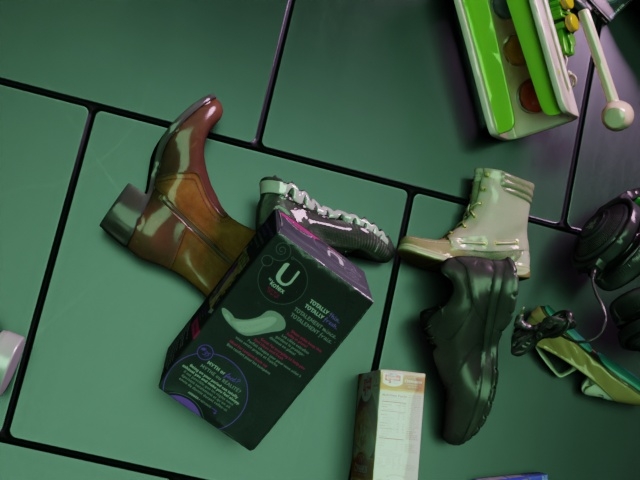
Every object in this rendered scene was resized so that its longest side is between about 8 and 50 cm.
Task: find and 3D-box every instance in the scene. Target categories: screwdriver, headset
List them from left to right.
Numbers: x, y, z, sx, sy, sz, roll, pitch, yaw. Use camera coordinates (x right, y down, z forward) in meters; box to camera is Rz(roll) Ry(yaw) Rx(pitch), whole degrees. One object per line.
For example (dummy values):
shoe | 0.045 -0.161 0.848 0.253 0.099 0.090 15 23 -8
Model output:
screwdriver | 0.378 -0.428 1.769 0.170 0.024 0.025 41 48 0
headset | 0.449 0.071 1.619 0.394 0.185 0.243 -22 79 -41

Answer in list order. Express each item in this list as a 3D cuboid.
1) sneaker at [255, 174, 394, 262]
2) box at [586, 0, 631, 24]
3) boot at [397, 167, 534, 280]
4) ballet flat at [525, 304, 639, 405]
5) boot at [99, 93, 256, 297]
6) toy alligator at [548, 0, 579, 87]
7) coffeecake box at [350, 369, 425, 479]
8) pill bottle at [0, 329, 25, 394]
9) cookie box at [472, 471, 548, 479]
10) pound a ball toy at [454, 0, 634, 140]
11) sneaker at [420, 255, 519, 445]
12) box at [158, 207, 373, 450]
sneaker | 0.000 0.000 1.582 0.234 0.078 0.106 26 69 -23
box | 0.477 -0.406 1.783 0.083 0.018 0.067 -42 90 -14
boot | 0.224 -0.031 1.647 0.213 0.077 0.165 9 80 -14
ballet flat | 0.403 0.191 1.654 0.232 0.080 0.073 39 104 1
boot | -0.135 -0.042 1.580 0.280 0.096 0.264 35 69 -7
toy alligator | 0.391 -0.333 1.742 0.051 0.056 0.190 -2 78 -51
coffeecake box | 0.093 0.281 1.538 0.068 0.142 0.186 7 79 -9
pill bottle | -0.516 0.134 1.468 0.208 0.117 0.118 21 78 -6
cookie box | 0.285 0.395 1.605 0.107 0.040 0.092 -4 82 -10
pound a ball toy | 0.343 -0.291 1.664 0.208 0.135 0.319 -18 83 24
sneaker | 0.203 0.156 1.588 0.130 0.109 0.286 10 93 -1
box | -0.076 0.119 1.480 0.165 0.143 0.270 37 101 -11
